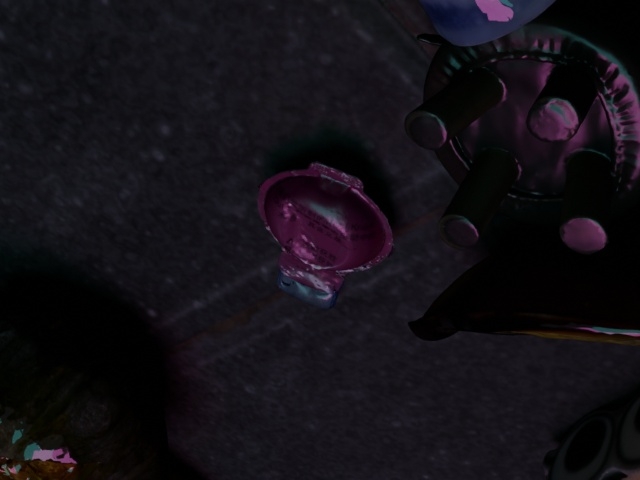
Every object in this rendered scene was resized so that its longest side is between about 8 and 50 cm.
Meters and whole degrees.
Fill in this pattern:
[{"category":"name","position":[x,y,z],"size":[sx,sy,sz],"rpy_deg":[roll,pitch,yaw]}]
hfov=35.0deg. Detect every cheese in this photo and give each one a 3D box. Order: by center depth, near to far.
[{"category":"cheese","position":[0.000,0.000,0.667],"size":[0.095,0.038,0.145],"rpy_deg":[23,143,5]}]

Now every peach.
[{"category":"peach","position":[0.180,0.027,0.531],"size":[0.279,0.189,0.068],"rpy_deg":[1,88,26]}]

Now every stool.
[{"category":"stool","position":[0.137,-0.051,0.497],"size":[0.217,0.121,0.125],"rpy_deg":[23,136,11]}]

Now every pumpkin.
[{"category":"pumpkin","position":[-0.229,0.155,0.837],"size":[0.238,0.159,0.237],"rpy_deg":[16,120,30]}]

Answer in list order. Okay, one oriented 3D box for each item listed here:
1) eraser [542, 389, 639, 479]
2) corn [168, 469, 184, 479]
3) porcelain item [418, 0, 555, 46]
[{"category":"eraser","position":[0.312,0.211,0.691],"size":[0.291,0.087,0.171],"rpy_deg":[34,139,-8]},{"category":"corn","position":[-0.096,0.317,0.982],"size":[0.097,0.097,0.320],"rpy_deg":[-26,119,40]},{"category":"porcelain item","position":[0.010,-0.196,0.406],"size":[0.141,0.141,0.259],"rpy_deg":[-19,129,37]}]
